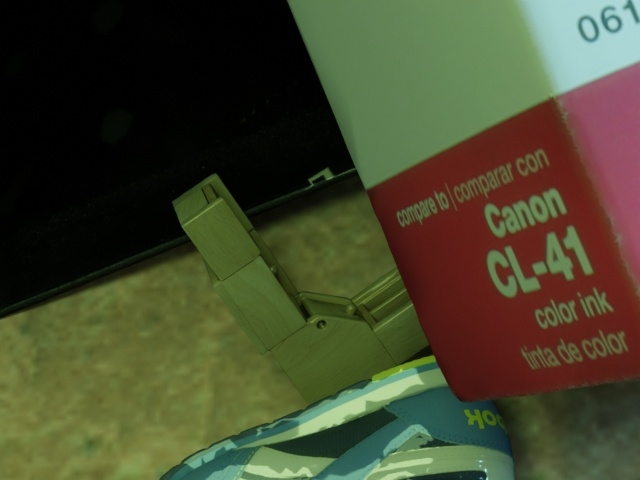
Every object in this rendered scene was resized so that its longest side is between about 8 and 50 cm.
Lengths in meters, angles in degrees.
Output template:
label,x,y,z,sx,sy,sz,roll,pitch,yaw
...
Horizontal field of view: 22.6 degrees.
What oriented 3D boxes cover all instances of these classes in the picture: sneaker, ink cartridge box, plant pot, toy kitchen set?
label,x,y,z,sx,sy,sz,roll,pitch,yaw
sneaker,-0.003,0.090,0.518,0.144,0.053,0.059,-26,63,6
ink cartridge box,0.093,-0.137,0.440,0.226,0.131,0.306,-23,92,-19
plant pot,-0.103,-0.106,0.557,0.187,0.188,0.167,-22,59,15
toy kitchen set,0.000,0.000,0.555,0.075,0.083,0.068,-35,19,0
